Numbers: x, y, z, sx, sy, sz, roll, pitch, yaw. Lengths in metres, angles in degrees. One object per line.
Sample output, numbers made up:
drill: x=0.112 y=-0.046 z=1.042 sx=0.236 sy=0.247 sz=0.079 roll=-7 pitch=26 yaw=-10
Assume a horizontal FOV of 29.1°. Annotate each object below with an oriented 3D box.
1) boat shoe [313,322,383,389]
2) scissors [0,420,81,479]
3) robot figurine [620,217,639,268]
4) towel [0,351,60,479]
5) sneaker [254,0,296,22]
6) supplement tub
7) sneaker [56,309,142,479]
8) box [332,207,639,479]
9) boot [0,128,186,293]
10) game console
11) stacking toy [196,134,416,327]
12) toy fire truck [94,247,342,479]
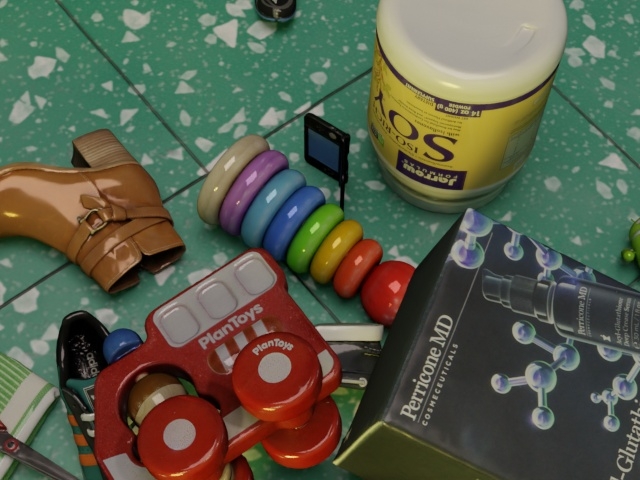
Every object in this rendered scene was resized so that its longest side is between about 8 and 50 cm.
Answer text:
boat shoe: x=-0.069 y=0.153 z=1.571 sx=0.303 sy=0.114 sz=0.091 roll=-2 pitch=88 yaw=10
scissors: x=-0.401 y=0.252 z=1.521 sx=0.297 sy=0.021 sz=0.109 roll=41 pitch=65 yaw=19
robot figurine: x=0.463 y=0.013 z=1.686 sx=0.101 sy=0.067 sz=0.115 roll=-19 pitch=62 yaw=11
towel: x=-0.526 y=0.218 z=1.568 sx=0.325 sy=0.038 sz=0.248 roll=23 pitch=63 yaw=12
sneaker: x=-0.065 y=-0.416 z=1.900 sx=0.067 sy=0.078 sz=0.188 roll=5 pitch=62 yaw=1
supplement tub: x=0.185 y=-0.205 z=1.647 sx=0.241 sy=0.331 sz=0.241 roll=1 pitch=61 yaw=-1
sneaker: x=-0.263 y=0.223 z=1.521 sx=0.108 sy=0.121 sz=0.302 roll=-22 pitch=64 yaw=-13
box: x=0.265 y=0.199 z=1.453 sx=0.395 sy=0.212 sz=0.293 roll=26 pitch=63 yaw=-2
boot: x=-0.343 y=-0.007 z=1.669 sx=0.283 sy=0.109 sz=0.220 roll=-27 pitch=69 yaw=-23
game console: x=0.006 y=-0.099 z=1.704 sx=0.107 sy=0.122 sz=0.071 roll=32 pitch=65 yaw=15
stacking toy: x=0.000 y=0.000 z=1.650 sx=0.330 sy=0.141 sz=0.141 roll=35 pitch=66 yaw=12
toy fire truck: x=-0.131 y=0.170 z=1.442 sx=0.302 sy=0.169 sz=0.254 roll=-33 pitch=56 yaw=-9
